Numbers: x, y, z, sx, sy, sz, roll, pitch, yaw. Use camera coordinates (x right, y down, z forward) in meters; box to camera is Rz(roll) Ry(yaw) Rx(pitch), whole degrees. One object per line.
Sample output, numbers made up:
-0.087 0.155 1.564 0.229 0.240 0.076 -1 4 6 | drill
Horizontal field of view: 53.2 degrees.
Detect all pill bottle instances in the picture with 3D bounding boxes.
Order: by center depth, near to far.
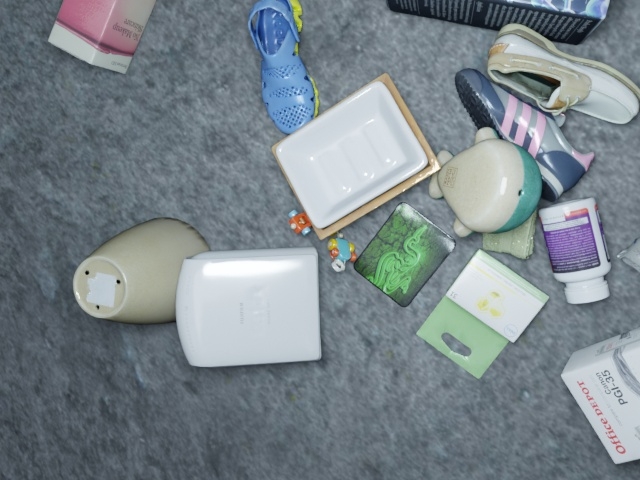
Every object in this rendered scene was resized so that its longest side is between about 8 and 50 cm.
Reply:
0.500 0.020 1.244 0.108 0.108 0.193 -13 91 16 | pill bottle

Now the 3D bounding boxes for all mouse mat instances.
0.180 0.031 1.386 0.153 0.007 0.189 38 104 9 | mouse mat

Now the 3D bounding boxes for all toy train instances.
0.000 0.000 1.380 0.166 0.125 0.046 50 130 6 | toy train

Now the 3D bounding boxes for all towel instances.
0.380 -0.041 1.287 0.110 0.027 0.148 15 113 35 | towel

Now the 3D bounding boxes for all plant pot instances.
-0.406 0.083 1.413 0.257 0.274 0.256 1 95 15 | plant pot

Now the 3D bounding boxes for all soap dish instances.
0.074 -0.170 1.331 0.291 0.118 0.228 -31 81 15 | soap dish

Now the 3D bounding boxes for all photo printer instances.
-0.156 0.145 1.385 0.308 0.107 0.255 -2 95 -7 | photo printer

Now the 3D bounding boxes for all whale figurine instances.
0.317 -0.109 1.239 0.141 0.272 0.216 8 98 -22 | whale figurine

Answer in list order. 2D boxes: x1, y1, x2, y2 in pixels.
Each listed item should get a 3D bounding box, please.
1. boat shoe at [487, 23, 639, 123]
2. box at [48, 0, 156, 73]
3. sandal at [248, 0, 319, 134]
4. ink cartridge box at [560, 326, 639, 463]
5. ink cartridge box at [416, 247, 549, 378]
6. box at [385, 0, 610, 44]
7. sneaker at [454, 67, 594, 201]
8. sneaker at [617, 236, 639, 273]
0.453 -0.289 1.203 0.303 0.113 0.103 27 70 4 | boat shoe
-0.484 -0.517 1.446 0.127 0.149 0.232 29 102 10 | box
-0.089 -0.380 1.358 0.126 0.138 0.317 -13 93 14 | sandal
0.630 0.270 1.177 0.283 0.117 0.207 -34 85 37 | ink cartridge box
0.332 0.157 1.332 0.171 0.056 0.235 36 101 9 | ink cartridge box
0.339 -0.559 1.172 0.396 0.212 0.293 13 98 9 | box
0.401 -0.233 1.264 0.131 0.112 0.319 -38 87 -2 | sneaker
0.687 0.103 1.222 0.115 0.105 0.281 -37 82 38 | sneaker
